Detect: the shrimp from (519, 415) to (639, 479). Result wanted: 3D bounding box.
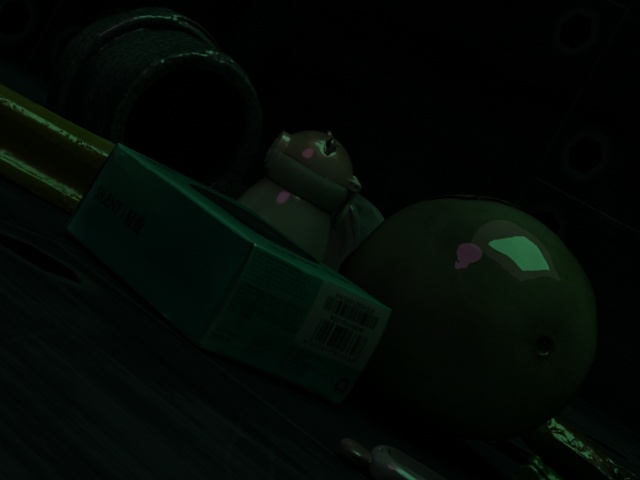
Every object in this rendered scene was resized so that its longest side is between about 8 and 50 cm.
[{"bbox_3d":[0.305,0.265,1.971,0.253,0.058,0.173,37,-3,5],"label":"shrimp"}]

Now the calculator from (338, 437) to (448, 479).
[{"bbox_3d":[0.089,0.208,1.310,0.166,0.024,0.103,30,3,-3],"label":"calculator"}]

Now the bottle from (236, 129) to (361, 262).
[{"bbox_3d":[-0.041,-0.038,2.063,0.147,0.236,0.147,29,4,-2],"label":"bottle"}]

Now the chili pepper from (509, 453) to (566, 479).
[{"bbox_3d":[0.262,0.279,1.540,0.182,0.050,0.073,36,0,42],"label":"chili pepper"}]

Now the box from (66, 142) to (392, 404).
[{"bbox_3d":[-0.099,0.029,1.602,0.205,0.118,0.311,29,3,-39],"label":"box"}]

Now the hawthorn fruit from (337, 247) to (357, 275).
[{"bbox_3d":[0.099,0.068,2.209,0.179,0.179,0.200,27,8,-42],"label":"hawthorn fruit"}]

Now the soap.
[{"bbox_3d":[-0.384,-0.136,1.888,0.315,0.091,0.199,29,5,-11],"label":"soap"}]

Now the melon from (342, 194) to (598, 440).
[{"bbox_3d":[0.156,0.081,1.732,0.268,0.268,0.330,28,-4,-25],"label":"melon"}]

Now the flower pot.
[{"bbox_3d":[-0.250,-0.180,2.287,0.299,0.299,0.283,27,7,-38],"label":"flower pot"}]

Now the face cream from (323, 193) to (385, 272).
[{"bbox_3d":[0.000,0.000,2.371,0.177,0.177,0.153,31,6,23],"label":"face cream"}]

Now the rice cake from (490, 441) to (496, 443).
[{"bbox_3d":[0.198,0.220,2.008,0.042,0.030,0.180,35,2,-11],"label":"rice cake"}]
